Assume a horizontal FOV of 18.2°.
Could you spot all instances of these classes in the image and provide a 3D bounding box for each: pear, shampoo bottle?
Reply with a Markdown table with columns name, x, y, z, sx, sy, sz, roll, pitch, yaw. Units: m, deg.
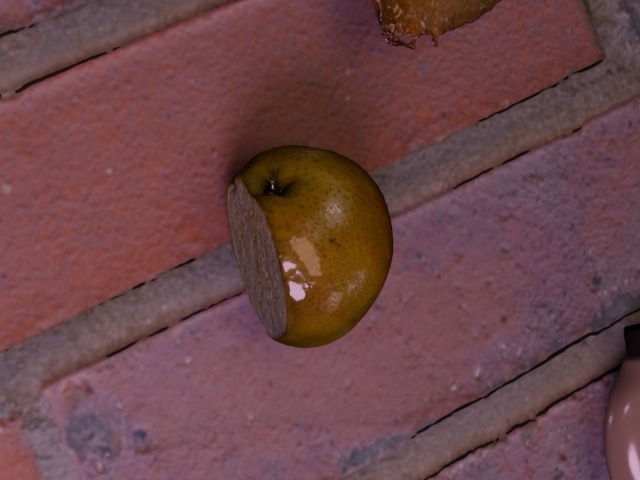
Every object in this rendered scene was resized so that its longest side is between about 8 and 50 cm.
| name | x | y | z | sx | sy | sz | roll | pitch | yaw |
| --- | --- | --- | --- | --- | --- | --- | --- | --- | --- |
| pear | 0.000 | 0.000 | 1.371 | 0.104 | 0.141 | 0.141 | -19 | 98 | -12 |
| shampoo bottle | 0.282 | 0.185 | 1.567 | 0.127 | 0.078 | 0.257 | -17 | 96 | -29 |

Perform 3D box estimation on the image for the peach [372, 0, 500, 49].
| name | x | y | z | sx | sy | sz | roll | pitch | yaw |
| --- | --- | --- | --- | --- | --- | --- | --- | --- | --- |
| peach | 0.087 | -0.260 | 1.476 | 0.189 | 0.068 | 0.279 | 39 | 68 | -32 |
